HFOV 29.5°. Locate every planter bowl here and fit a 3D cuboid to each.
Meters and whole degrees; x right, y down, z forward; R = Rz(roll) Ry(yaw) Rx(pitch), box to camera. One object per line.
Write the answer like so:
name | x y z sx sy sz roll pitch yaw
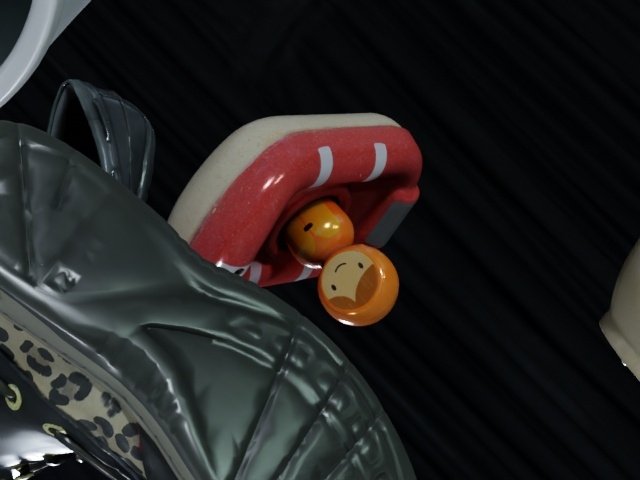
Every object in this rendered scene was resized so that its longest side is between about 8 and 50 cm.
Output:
planter bowl | 0.279 0.063 0.909 0.109 0.162 0.162 -42 162 14

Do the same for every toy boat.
toy boat | 0.000 0.000 0.903 0.231 0.151 0.151 -10 143 -47

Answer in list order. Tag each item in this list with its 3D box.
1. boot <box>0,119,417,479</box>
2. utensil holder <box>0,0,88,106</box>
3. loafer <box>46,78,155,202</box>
boot | -0.084 0.075 0.505 0.178 0.236 0.085 -40 -170 51
utensil holder | -0.321 -0.297 1.014 0.328 0.327 0.385 -54 -169 26
loafer | -0.152 0.004 0.756 0.076 0.223 0.078 -13 152 28
